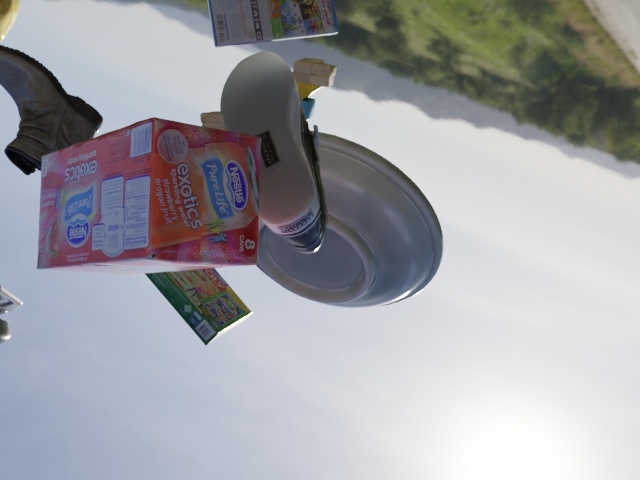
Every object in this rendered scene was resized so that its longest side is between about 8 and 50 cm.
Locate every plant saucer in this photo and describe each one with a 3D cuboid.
[{"bbox_3d":[0.000,0.000,1.468,0.401,0.400,0.100,21,-129,6],"label":"plant saucer"}]

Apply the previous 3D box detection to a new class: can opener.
[{"bbox_3d":[-0.543,0.094,1.378,0.076,0.095,0.283,-18,162,-3],"label":"can opener"}]

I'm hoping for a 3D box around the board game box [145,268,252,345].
[{"bbox_3d":[-0.300,0.073,1.937,0.317,0.046,0.213,49,-163,4],"label":"board game box"}]

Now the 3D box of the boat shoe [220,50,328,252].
[{"bbox_3d":[-0.051,-0.120,1.180,0.105,0.113,0.306,56,-170,-54],"label":"boat shoe"}]

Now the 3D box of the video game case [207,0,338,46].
[{"bbox_3d":[-0.066,-0.323,1.167,0.166,0.119,0.015,-9,-179,-11],"label":"video game case"}]

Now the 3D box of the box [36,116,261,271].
[{"bbox_3d":[-0.212,-0.039,1.052,0.142,0.154,0.300,6,171,-39],"label":"box"}]

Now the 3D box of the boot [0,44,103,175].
[{"bbox_3d":[-0.688,-0.289,2.080,0.338,0.222,0.118,35,147,-23],"label":"boot"}]

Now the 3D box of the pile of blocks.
[{"bbox_3d":[-0.100,-0.286,1.968,0.149,0.362,0.112,62,-154,-8],"label":"pile of blocks"}]

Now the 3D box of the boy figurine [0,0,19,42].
[{"bbox_3d":[-0.495,-0.322,1.084,0.177,0.092,0.285,13,179,25],"label":"boy figurine"}]
